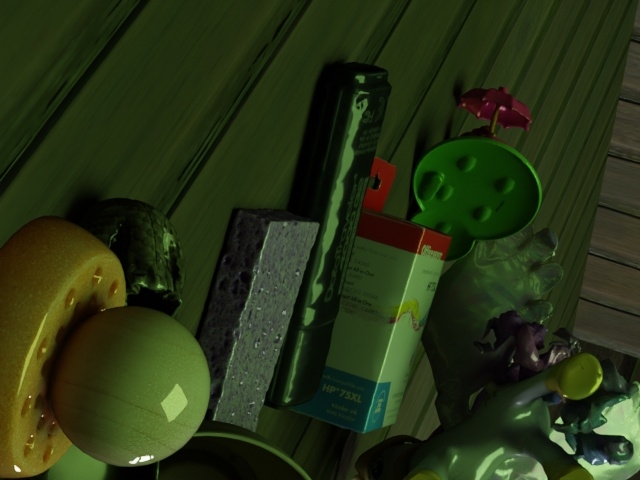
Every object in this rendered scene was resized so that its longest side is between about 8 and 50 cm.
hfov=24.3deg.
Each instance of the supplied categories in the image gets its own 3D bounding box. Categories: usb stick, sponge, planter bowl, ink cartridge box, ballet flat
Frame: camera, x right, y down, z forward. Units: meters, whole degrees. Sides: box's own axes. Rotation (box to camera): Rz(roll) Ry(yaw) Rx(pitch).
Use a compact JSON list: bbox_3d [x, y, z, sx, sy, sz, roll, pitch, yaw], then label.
[{"bbox_3d":[0.000,0.000,1.155,0.077,0.045,0.278,-19,125,-63],"label":"usb stick"},{"bbox_3d":[-0.058,0.081,1.064,0.117,0.031,0.210,4,104,-75],"label":"sponge"},{"bbox_3d":[-0.077,0.179,0.916,0.109,0.162,0.162,-130,-125,-76],"label":"planter bowl"},{"bbox_3d":[0.052,0.047,1.323,0.134,0.078,0.231,10,97,-75],"label":"ink cartridge box"},{"bbox_3d":[-0.112,0.101,0.793,0.084,0.058,0.250,0,107,-40],"label":"ballet flat"}]

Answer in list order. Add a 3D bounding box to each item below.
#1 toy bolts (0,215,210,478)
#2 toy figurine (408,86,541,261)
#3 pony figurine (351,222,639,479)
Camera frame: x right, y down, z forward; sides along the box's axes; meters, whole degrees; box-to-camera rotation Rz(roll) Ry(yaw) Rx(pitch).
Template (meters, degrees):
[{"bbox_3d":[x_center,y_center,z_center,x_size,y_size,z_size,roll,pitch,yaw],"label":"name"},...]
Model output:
[{"bbox_3d":[-0.135,0.025,0.484,0.228,0.158,0.218,-54,156,-50],"label":"toy bolts"},{"bbox_3d":[0.164,-0.084,1.549,0.173,0.130,0.159,-56,-171,41],"label":"toy figurine"},{"bbox_3d":[0.176,0.180,1.468,0.351,0.303,0.363,-35,-177,-9],"label":"pony figurine"}]
